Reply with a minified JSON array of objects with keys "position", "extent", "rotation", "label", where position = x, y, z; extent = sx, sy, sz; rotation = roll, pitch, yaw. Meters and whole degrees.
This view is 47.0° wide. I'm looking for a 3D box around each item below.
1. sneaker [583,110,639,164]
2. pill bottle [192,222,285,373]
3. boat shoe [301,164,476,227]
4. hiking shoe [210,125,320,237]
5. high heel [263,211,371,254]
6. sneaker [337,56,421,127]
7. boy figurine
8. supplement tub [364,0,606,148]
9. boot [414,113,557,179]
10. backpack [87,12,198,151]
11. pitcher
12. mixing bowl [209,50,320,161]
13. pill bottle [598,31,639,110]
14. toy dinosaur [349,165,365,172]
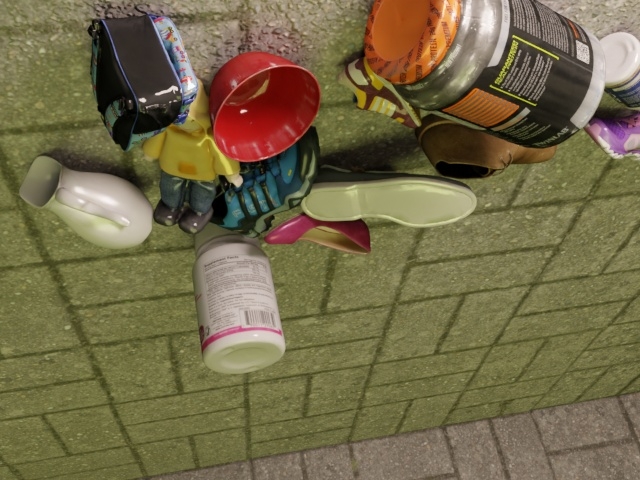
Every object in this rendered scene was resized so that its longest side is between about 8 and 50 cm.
[{"position":[0.611,-0.215,1.437],"extent":[0.236,0.095,0.104],"rotation":[6,137,-36],"label":"sneaker"},{"position":[-0.170,0.106,1.465],"extent":[0.160,0.283,0.160],"rotation":[-9,148,-6],"label":"pill bottle"},{"position":[0.125,-0.097,1.363],"extent":[0.319,0.099,0.116],"rotation":[1,134,7],"label":"boat shoe"},{"position":[-0.111,-0.100,1.320],"extent":[0.132,0.113,0.304],"rotation":[9,143,-33],"label":"hiking shoe"},{"position":[0.000,0.000,1.441],"extent":[0.244,0.117,0.082],"rotation":[-18,172,-46],"label":"high heel"},{"position":[0.101,-0.241,1.228],"extent":[0.084,0.069,0.185],"rotation":[-19,143,27],"label":"sneaker"},{"position":[-0.211,-0.137,1.217],"extent":[0.177,0.092,0.285],"rotation":[20,138,1],"label":"boy figurine"},{"position":[0.244,-0.270,1.091],"extent":[0.338,0.207,0.207],"rotation":[12,140,-35],"label":"supplement tub"},{"position":[0.327,-0.160,1.389],"extent":[0.305,0.115,0.112],"rotation":[1,144,-23],"label":"boot"},{"position":[-0.259,-0.216,1.050],"extent":[0.117,0.158,0.173],"rotation":[-19,167,-26],"label":"backpack"},{"position":[-0.377,-0.054,1.248],"extent":[0.207,0.178,0.125],"rotation":[28,91,-44],"label":"pitcher"},{"position":[-0.101,-0.219,1.126],"extent":[0.181,0.098,0.181],"rotation":[-25,148,-17],"label":"mixing bowl"},{"position":[0.545,-0.285,1.285],"extent":[0.169,0.094,0.094],"rotation":[20,136,-41],"label":"pill bottle"},{"position":[0.130,-0.100,1.468],"extent":[0.183,0.053,0.092],"rotation":[8,141,-31],"label":"toy dinosaur"}]
